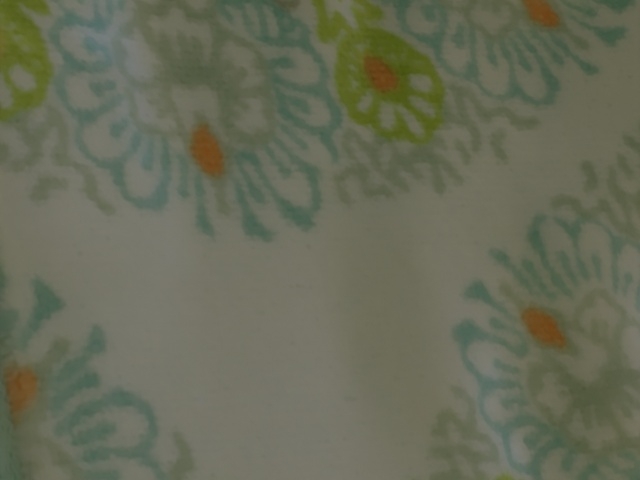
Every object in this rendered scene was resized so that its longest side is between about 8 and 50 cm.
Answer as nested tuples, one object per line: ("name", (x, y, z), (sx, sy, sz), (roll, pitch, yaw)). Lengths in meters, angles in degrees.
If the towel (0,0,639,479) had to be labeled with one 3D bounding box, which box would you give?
("towel", (0.000, 0.000, 0.586), (0.320, 0.090, 0.374), (-1, -105, -32))
